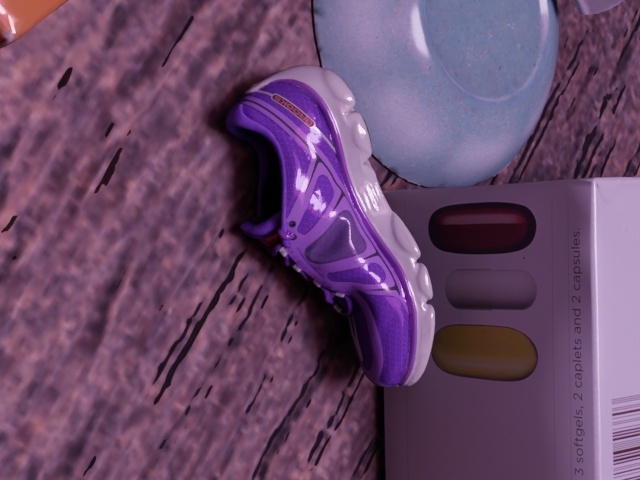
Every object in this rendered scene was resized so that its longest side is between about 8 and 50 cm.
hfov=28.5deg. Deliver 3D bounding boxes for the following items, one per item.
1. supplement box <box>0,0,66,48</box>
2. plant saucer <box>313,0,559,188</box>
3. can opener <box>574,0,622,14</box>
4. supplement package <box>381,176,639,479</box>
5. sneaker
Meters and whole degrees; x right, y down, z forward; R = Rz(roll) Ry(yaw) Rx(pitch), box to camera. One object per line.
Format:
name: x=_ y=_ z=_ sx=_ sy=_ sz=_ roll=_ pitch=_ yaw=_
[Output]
supplement box: x=-0.172 y=-0.182 z=0.461 sx=0.078 sy=0.080 sz=0.233 roll=-48 pitch=115 yaw=-32
plant saucer: x=0.081 y=-0.125 z=0.703 sx=0.195 sy=0.037 sz=0.194 roll=1 pitch=89 yaw=-41
can opener: x=0.103 y=-0.239 z=0.665 sx=0.076 sy=0.095 sz=0.283 roll=-46 pitch=128 yaw=-11
supplement package: x=0.153 y=0.098 z=0.691 sx=0.204 sy=0.145 sz=0.261 roll=-2 pitch=90 yaw=-41
sneaker: x=0.000 y=0.000 z=0.628 sx=0.071 sy=0.068 sz=0.169 roll=-27 pitch=99 yaw=-21
